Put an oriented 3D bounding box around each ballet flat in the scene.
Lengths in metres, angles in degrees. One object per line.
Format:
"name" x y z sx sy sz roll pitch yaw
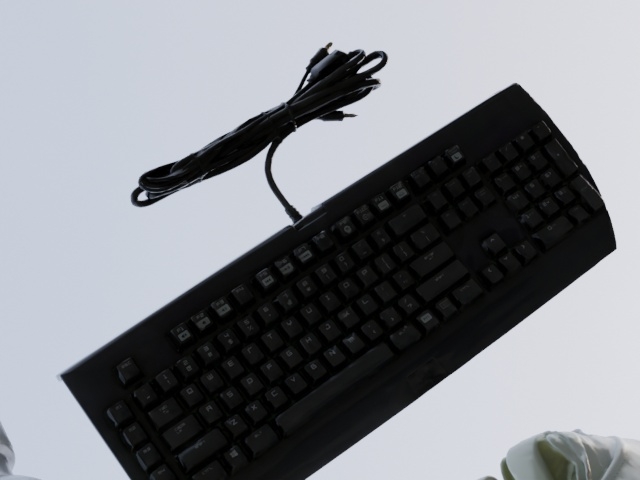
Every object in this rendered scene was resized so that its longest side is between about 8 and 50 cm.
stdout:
"ballet flat" 0.183 0.232 1.019 0.400 0.139 0.139 -31 -75 -52

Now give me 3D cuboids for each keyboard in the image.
"keyboard" 0.000 0.000 0.683 0.317 0.033 0.201 -33 -105 -21

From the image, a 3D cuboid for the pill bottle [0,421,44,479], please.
"pill bottle" -0.130 0.159 0.490 0.103 0.103 0.184 -13 -121 -33
